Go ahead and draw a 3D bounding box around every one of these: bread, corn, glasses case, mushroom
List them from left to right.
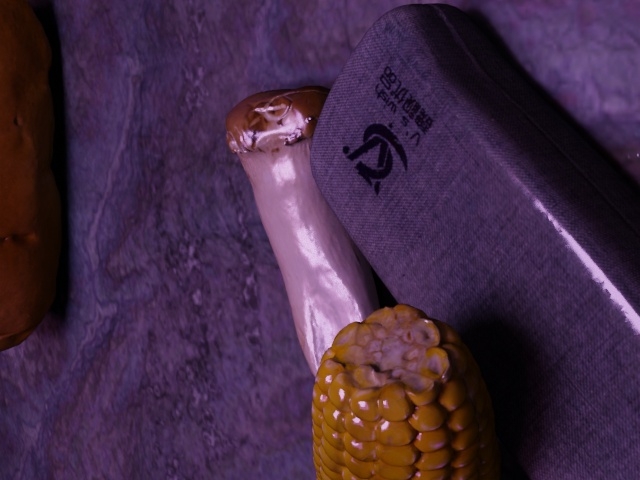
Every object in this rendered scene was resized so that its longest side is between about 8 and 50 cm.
[{"bbox_3d":[-0.341,-0.059,0.984,0.149,0.195,0.344,-143,51,-64],"label":"bread"},{"bbox_3d":[0.000,0.000,0.689,0.084,0.071,0.209,-17,89,25],"label":"mushroom"},{"bbox_3d":[0.052,0.152,0.579,0.106,0.106,0.305,39,149,38],"label":"corn"},{"bbox_3d":[0.113,0.021,0.552,0.323,0.074,0.131,54,134,26],"label":"glasses case"}]
